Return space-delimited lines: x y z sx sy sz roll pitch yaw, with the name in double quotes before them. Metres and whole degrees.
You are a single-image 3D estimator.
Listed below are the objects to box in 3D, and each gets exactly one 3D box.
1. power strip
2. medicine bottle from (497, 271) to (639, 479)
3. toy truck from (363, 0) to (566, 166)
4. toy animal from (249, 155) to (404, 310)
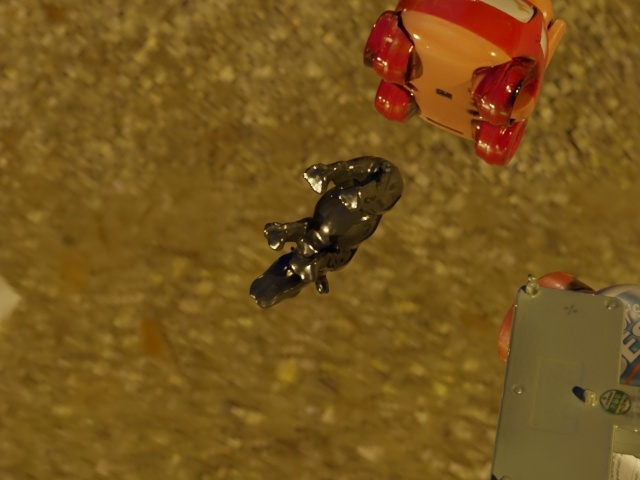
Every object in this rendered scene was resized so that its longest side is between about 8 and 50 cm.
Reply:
"power strip" 0.205 0.127 1.407 0.145 0.061 0.215 8 48 5
"medicine bottle" 0.277 0.137 1.551 0.289 0.157 0.157 38 90 37
"toy truck" 0.181 -0.234 2.156 0.189 0.265 0.239 24 75 12
"toy animal" 0.000 0.000 1.132 0.047 0.065 0.135 48 126 18
